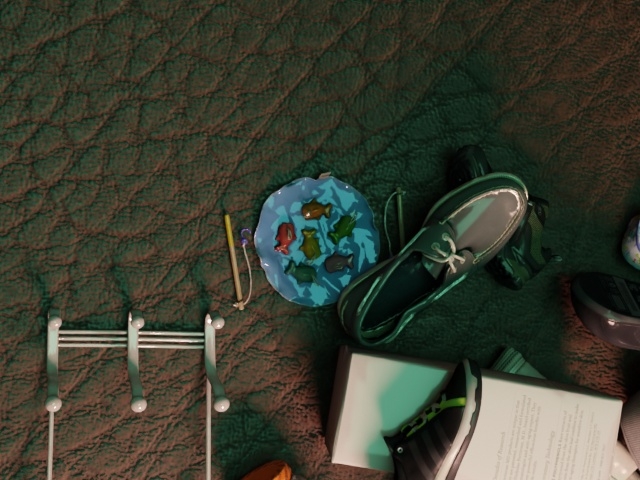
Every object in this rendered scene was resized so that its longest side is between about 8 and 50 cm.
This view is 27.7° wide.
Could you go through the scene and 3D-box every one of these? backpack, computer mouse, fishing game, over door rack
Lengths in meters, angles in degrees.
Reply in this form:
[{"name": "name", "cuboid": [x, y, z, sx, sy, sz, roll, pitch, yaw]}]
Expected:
[{"name": "backpack", "cuboid": [0.514, 0.002, 1.920, 0.114, 0.084, 0.105, 25, 65, -6]}, {"name": "computer mouse", "cuboid": [0.481, 0.124, 1.899, 0.272, 0.188, 0.072, 15, 122, -12]}, {"name": "fishing game", "cuboid": [0.000, 0.000, 1.813, 0.264, 0.041, 0.189, -6, 96, -15]}, {"name": "over door rack", "cuboid": [-0.248, 0.254, 1.721, 0.240, 0.108, 0.324, 2, 92, -14]}]

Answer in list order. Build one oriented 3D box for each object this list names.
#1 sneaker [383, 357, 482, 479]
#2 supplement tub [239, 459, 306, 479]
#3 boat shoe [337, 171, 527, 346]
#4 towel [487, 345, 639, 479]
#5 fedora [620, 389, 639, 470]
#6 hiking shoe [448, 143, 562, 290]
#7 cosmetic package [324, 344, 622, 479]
[{"name": "sneaker", "cuboid": [0.129, 0.252, 1.615, 0.097, 0.084, 0.234, 20, 90, 0]}, {"name": "supplement tub", "cuboid": [-0.039, 0.404, 1.777, 0.117, 0.117, 0.190, -32, 99, -12]}, {"name": "boat shoe", "cuboid": [0.161, 0.034, 1.773, 0.319, 0.099, 0.116, -39, 108, 8]}, {"name": "towel", "cuboid": [0.293, 0.372, 1.895, 0.324, 0.056, 0.312, 43, 81, -13]}, {"name": "fedora", "cuboid": [0.533, 0.306, 1.884, 0.124, 0.244, 0.275, -40, 78, 17]}, {"name": "hiking shoe", "cuboid": [0.266, -0.047, 1.867, 0.114, 0.086, 0.227, -31, 108, -20]}, {"name": "cosmetic package", "cuboid": [0.198, 0.245, 1.757, 0.366, 0.197, 0.155, 9, 89, -1]}]
